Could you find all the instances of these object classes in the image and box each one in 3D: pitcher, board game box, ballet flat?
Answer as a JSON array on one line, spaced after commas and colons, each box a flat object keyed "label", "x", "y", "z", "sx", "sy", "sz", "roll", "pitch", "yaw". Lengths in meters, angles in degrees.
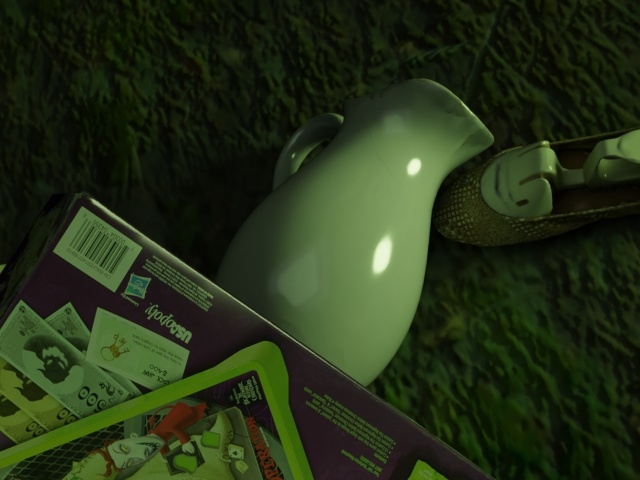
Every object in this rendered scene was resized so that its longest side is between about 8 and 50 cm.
[{"label": "pitcher", "x": 0.000, "y": 0.000, "z": 0.784, "sx": 0.177, "sy": 0.125, "sz": 0.207, "roll": 4, "pitch": 61, "yaw": 55}, {"label": "board game box", "x": -0.045, "y": 0.155, "z": 0.605, "sx": 0.056, "sy": 0.347, "sz": 0.208, "roll": -4, "pitch": 54, "yaw": 57}, {"label": "ballet flat", "x": 0.168, "y": -0.045, "z": 0.769, "sx": 0.206, "sy": 0.067, "sz": 0.073, "roll": -12, "pitch": 63, "yaw": 13}]

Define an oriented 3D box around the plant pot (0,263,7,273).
[{"label": "plant pot", "x": -0.275, "y": 0.169, "z": 0.720, "sx": 0.293, "sy": 0.275, "sz": 0.275, "roll": -9, "pitch": 62, "yaw": 28}]
